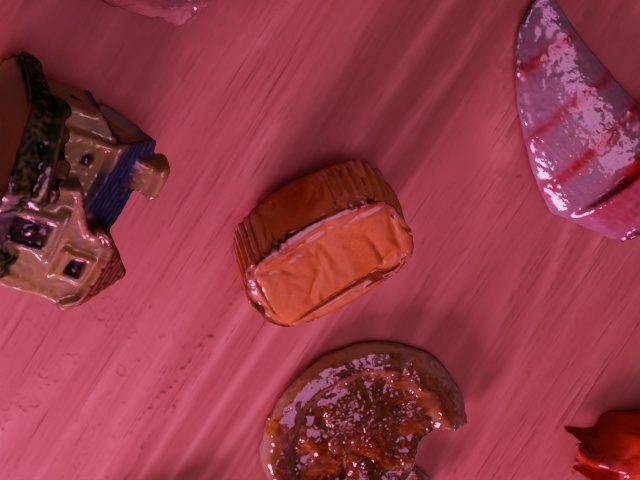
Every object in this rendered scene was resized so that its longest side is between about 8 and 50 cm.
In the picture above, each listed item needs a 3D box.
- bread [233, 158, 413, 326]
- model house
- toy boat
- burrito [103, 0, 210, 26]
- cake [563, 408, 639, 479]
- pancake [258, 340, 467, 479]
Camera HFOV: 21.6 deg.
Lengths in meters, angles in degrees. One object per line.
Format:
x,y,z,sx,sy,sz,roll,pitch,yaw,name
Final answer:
0.000,0.000,1.810,0.190,0.114,0.132,-26,126,4,bread
-0.257,-0.048,1.675,0.189,0.195,0.214,21,106,-31,model house
0.298,-0.142,1.869,0.206,0.096,0.282,-38,108,16,toy boat
-0.242,-0.315,1.574,0.332,0.135,0.190,12,149,-20,burrito
0.443,0.254,2.047,0.287,0.135,0.098,-5,98,-24,cake
0.048,0.231,1.952,0.254,0.037,0.253,-6,112,-15,pancake
